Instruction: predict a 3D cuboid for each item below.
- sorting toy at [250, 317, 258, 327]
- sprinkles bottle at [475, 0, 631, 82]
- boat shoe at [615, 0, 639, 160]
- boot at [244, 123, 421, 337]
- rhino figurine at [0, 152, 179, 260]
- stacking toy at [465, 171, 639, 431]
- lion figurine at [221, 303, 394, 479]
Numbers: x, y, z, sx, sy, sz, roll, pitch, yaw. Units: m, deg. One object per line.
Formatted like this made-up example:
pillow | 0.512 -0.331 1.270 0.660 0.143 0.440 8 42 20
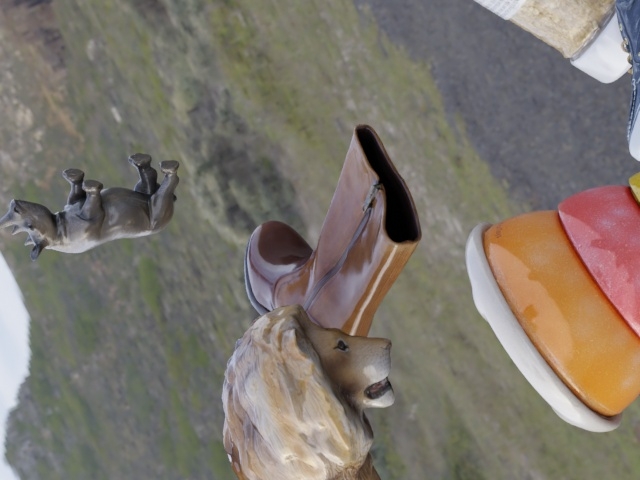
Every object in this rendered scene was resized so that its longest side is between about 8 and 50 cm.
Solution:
sorting toy | -0.050 0.126 1.419 0.042 0.102 0.061 -30 -76 -63
sprinkles bottle | 0.190 -0.306 1.147 0.355 0.121 0.121 31 177 -5
boat shoe | 0.303 -0.168 0.991 0.083 0.065 0.183 33 114 44
boot | 0.000 0.000 1.091 0.280 0.096 0.264 105 158 -43
rhino figurine | -0.296 -0.035 1.397 0.073 0.243 0.106 46 145 49
stacking toy | 0.474 0.013 1.512 0.350 0.480 0.350 43 -156 -24
lion figurine | -0.024 0.177 0.966 0.240 0.142 0.392 61 163 -2
